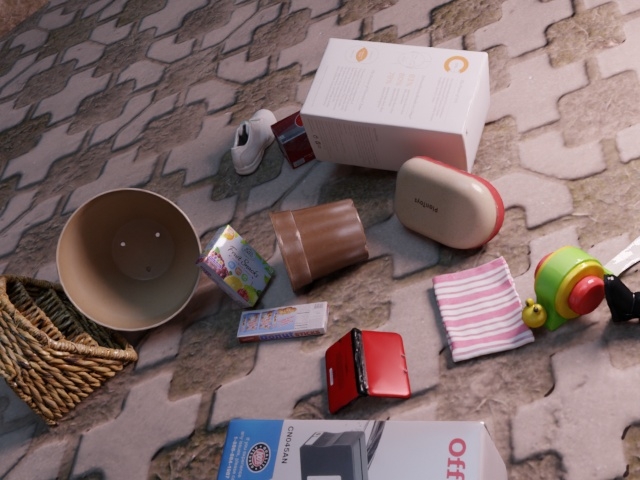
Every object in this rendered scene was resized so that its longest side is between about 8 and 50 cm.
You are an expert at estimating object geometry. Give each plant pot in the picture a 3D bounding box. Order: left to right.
[{"bbox_3d":[-0.381,0.030,1.762,0.284,0.284,0.191,-26,7,-1],"label":"plant pot"},{"bbox_3d":[0.000,0.000,1.672,0.165,0.167,0.167,-17,42,-4],"label":"plant pot"}]

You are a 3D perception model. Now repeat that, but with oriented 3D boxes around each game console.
[{"bbox_3d":[0.080,0.233,1.497,0.124,0.085,0.144,-41,33,30],"label":"game console"}]

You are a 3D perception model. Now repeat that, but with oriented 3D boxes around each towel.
[{"bbox_3d":[0.282,0.120,1.505,0.144,0.029,0.197,-18,43,9],"label":"towel"}]

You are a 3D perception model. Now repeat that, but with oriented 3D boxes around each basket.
[{"bbox_3d":[-0.553,0.174,1.702,0.223,0.214,0.299,-39,44,-14],"label":"basket"}]

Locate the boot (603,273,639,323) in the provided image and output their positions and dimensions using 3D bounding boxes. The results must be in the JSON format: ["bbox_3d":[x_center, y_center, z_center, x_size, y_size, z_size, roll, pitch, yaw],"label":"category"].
[{"bbox_3d":[0.511,0.091,1.364,0.099,0.121,0.045,-8,46,26],"label":"boot"}]

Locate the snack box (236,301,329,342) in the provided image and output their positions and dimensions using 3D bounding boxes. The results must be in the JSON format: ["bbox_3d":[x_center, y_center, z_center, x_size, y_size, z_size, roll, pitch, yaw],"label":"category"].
[{"bbox_3d":[-0.072,0.157,1.637,0.178,0.022,0.064,-8,45,17],"label":"snack box"}]

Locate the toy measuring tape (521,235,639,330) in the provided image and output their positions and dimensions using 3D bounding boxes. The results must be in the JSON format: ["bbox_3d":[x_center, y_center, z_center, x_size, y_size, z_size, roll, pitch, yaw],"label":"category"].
[{"bbox_3d":[0.468,0.034,1.442,0.330,0.121,0.121,-35,43,-11],"label":"toy measuring tape"}]

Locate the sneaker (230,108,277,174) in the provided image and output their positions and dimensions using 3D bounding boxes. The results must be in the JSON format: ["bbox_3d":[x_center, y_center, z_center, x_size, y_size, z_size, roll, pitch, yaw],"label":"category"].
[{"bbox_3d":[-0.164,-0.261,2.048,0.080,0.094,0.212,-5,45,23],"label":"sneaker"}]

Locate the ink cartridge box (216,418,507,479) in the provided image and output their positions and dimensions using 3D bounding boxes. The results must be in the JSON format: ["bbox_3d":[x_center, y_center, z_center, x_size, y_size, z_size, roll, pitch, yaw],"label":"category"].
[{"bbox_3d":[0.049,0.412,1.198,0.394,0.166,0.286,-4,54,20],"label":"ink cartridge box"}]

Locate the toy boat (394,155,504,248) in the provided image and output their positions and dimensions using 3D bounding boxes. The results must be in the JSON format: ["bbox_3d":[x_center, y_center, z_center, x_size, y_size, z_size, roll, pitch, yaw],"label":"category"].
[{"bbox_3d":[0.263,-0.079,1.656,0.151,0.151,0.231,-18,32,-38],"label":"toy boat"}]

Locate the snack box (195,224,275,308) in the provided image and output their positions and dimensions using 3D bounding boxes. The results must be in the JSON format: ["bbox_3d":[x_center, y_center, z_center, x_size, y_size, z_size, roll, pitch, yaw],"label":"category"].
[{"bbox_3d":[-0.169,0.053,1.699,0.037,0.141,0.100,-17,35,49],"label":"snack box"}]

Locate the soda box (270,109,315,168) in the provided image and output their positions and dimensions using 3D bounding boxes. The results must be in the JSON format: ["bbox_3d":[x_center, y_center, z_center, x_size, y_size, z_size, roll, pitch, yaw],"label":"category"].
[{"bbox_3d":[0.023,-0.276,1.984,0.263,0.083,0.092,-27,43,-4],"label":"soda box"}]

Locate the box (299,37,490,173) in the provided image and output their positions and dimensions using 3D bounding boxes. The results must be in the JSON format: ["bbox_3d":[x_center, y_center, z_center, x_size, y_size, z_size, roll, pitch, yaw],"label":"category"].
[{"bbox_3d":[0.163,-0.278,1.792,0.345,0.168,0.215,10,62,20],"label":"box"}]
